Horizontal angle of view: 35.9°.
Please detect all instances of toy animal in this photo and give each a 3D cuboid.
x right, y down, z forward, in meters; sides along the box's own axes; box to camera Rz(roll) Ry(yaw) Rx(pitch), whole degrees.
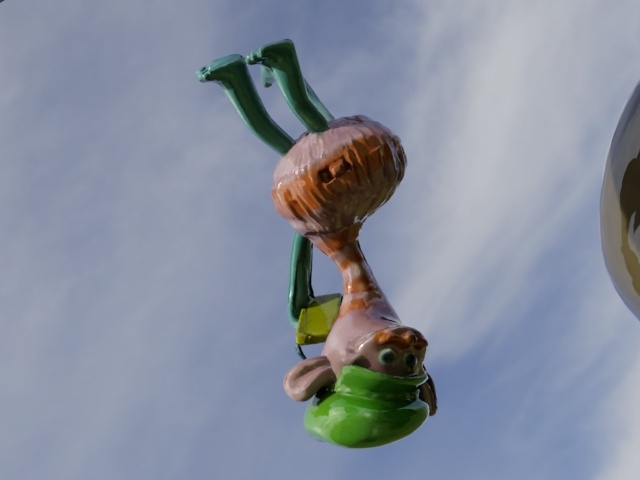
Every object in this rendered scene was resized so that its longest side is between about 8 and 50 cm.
[{"bbox_3d":[0.000,0.000,0.505,0.100,0.103,0.208,-20,-88,-32],"label":"toy animal"}]

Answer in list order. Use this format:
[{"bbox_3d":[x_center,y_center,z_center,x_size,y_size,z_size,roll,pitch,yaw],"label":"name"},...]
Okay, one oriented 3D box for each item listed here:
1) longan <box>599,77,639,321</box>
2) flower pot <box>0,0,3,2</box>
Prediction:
[{"bbox_3d":[0.226,-0.031,0.412,0.197,0.196,0.220,2,-23,-38],"label":"longan"},{"bbox_3d":[-0.155,-0.163,0.343,0.179,0.250,0.084,-12,-33,9],"label":"flower pot"}]
